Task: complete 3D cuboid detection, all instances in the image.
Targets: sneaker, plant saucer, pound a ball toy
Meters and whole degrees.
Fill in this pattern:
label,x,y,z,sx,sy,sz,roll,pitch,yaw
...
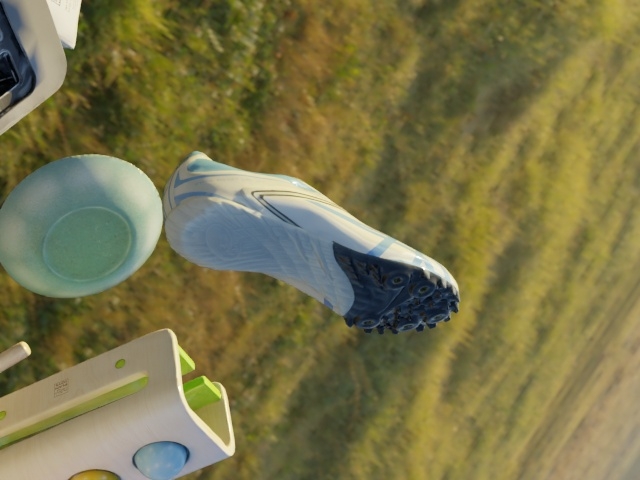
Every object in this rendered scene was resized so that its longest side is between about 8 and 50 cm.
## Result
label,x,y,z,sx,sy,sz,roll,pitch,yaw
sneaker,0.000,0.000,0.848,0.085,0.237,0.086,-48,-150,40
plant saucer,-0.268,-0.005,1.350,0.195,0.037,0.195,-13,127,-19
pound a ball toy,-0.276,0.206,1.225,0.319,0.135,0.208,-24,136,10

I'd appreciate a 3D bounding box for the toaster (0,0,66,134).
label,x,y,z,sx,sy,sz,roll,pitch,yaw
toaster,-0.246,-0.125,0.661,0.185,0.110,0.168,-47,135,-34

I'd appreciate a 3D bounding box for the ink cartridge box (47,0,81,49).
label,x,y,z,sx,sy,sz,roll,pitch,yaw
ink cartridge box,-0.466,-0.317,1.334,0.272,0.309,0.130,28,68,-70
